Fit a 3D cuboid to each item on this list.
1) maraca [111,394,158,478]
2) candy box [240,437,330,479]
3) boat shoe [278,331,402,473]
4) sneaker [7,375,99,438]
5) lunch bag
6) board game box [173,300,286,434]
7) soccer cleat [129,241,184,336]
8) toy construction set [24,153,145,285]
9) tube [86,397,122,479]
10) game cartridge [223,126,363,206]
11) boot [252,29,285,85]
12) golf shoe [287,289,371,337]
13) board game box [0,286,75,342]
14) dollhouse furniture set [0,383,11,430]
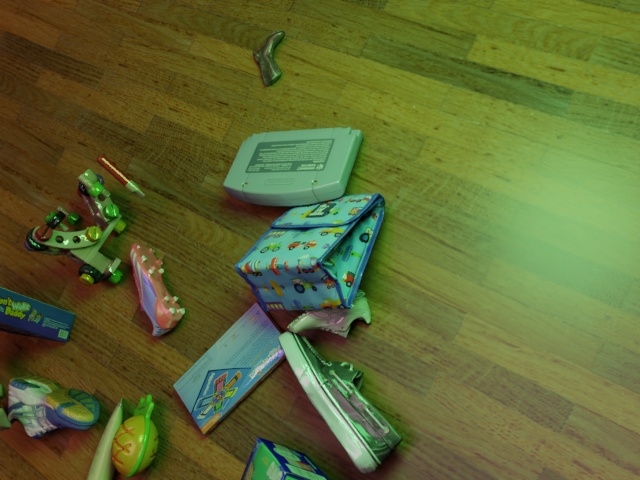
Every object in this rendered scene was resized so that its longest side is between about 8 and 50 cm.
[{"bbox_3d":[-0.415,0.443,1.584,0.127,0.099,0.185,-28,46,46],"label":"maraca"},{"bbox_3d":[-0.106,0.559,1.295,0.122,0.268,0.317,23,81,-13],"label":"candy box"},{"bbox_3d":[0.039,0.303,1.409,0.119,0.121,0.335,-34,64,-8],"label":"boat shoe"},{"bbox_3d":[-0.652,0.428,1.711,0.297,0.112,0.130,11,92,34],"label":"sneaker"},{"bbox_3d":[0.000,0.000,1.464,0.221,0.138,0.293,-6,38,36],"label":"lunch bag"},{"bbox_3d":[-0.196,0.284,1.563,0.281,0.027,0.145,-45,61,8],"label":"board game box"},{"bbox_3d":[-0.415,0.114,1.691,0.095,0.083,0.248,-41,65,15],"label":"soccer cleat"},{"bbox_3d":[-0.542,-0.033,1.739,0.237,0.257,0.309,43,119,-14],"label":"toy construction set"},{"bbox_3d":[-0.494,0.490,1.624,0.070,0.062,0.240,7,80,35],"label":"tube"},{"bbox_3d":[-0.065,-0.165,1.577,0.297,0.062,0.198,1,57,26],"label":"game cartridge"},{"bbox_3d":[-0.113,-0.448,1.727,0.106,0.037,0.114,-36,59,27],"label":"boot"},{"bbox_3d":[0.023,0.167,1.444,0.176,0.069,0.086,-22,80,-8],"label":"golf shoe"},{"bbox_3d":[-0.815,0.162,1.711,0.233,0.347,0.078,4,72,26],"label":"board game box"},{"bbox_3d":[-0.834,0.358,1.700,0.135,0.262,0.259,-15,42,-15],"label":"dollhouse furniture set"}]
